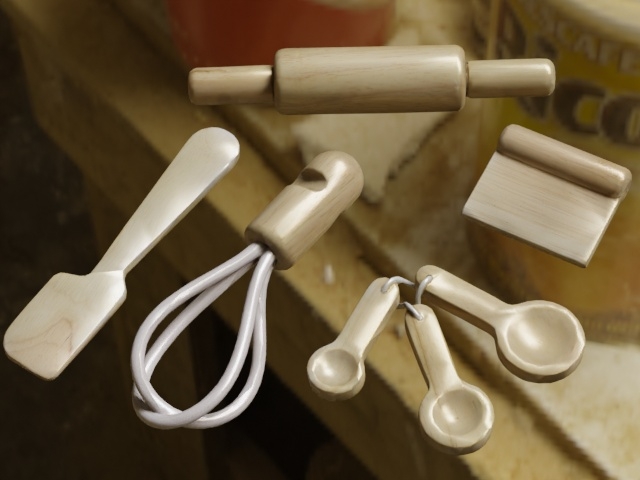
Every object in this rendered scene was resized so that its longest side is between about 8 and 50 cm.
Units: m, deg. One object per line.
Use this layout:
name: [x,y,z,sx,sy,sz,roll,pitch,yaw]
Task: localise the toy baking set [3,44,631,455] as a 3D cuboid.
toy baking set: [0.002,-0.006,0.726,0.256,0.030,0.196,3,55,5]
